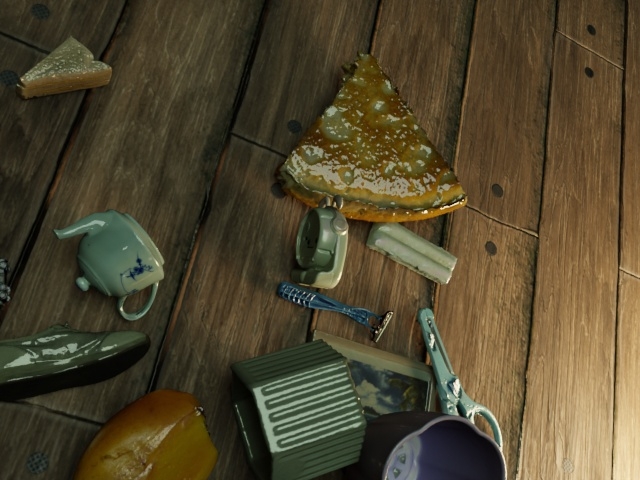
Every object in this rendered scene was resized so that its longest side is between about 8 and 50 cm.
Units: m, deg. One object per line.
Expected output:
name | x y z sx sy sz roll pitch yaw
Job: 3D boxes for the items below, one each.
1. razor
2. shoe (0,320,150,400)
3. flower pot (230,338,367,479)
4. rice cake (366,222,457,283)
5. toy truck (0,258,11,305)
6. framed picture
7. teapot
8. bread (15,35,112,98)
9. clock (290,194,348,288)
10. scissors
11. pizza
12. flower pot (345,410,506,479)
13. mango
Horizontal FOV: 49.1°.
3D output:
razor | 0.026 0.141 1.475 0.253 0.042 0.082 20 106 -18
shoe | -0.429 0.191 1.192 0.275 0.103 0.098 -7 63 -31
flower pot | -0.046 0.311 1.264 0.189 0.239 0.209 -14 44 -20
rice cake | 0.211 0.025 1.607 0.226 0.040 0.085 28 62 -16
toy truck | -0.556 0.074 1.199 0.044 0.039 0.083 -3 76 -14
framed picture | 0.101 0.336 1.455 0.315 0.024 0.232 19 67 -20
teapot | -0.370 0.042 1.249 0.159 0.159 0.232 -48 126 -31
bread | -0.489 -0.305 1.338 0.105 0.077 0.152 40 61 -9
clock | 0.000 0.000 1.423 0.062 0.151 0.191 12 85 -22
scissors | 0.291 0.332 1.527 0.180 0.032 0.393 -16 86 -36
pizza | 0.118 -0.235 1.600 0.440 0.130 0.406 7 69 -14
flower pot | 0.175 0.444 1.312 0.265 0.243 0.265 2 85 -21
mango | -0.308 0.375 1.170 0.257 0.138 0.187 -29 106 -28
